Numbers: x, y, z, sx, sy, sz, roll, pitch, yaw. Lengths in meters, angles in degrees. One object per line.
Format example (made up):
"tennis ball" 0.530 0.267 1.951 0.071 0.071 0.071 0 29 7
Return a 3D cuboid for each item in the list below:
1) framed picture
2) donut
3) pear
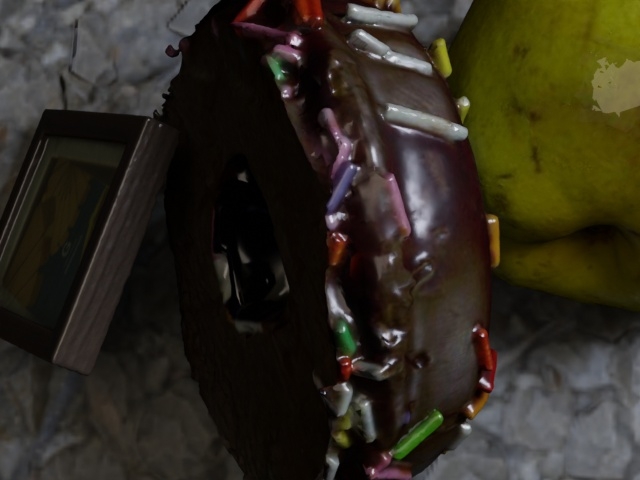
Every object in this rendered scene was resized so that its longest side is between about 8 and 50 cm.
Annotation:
"framed picture" -0.133 -0.005 0.894 0.023 0.168 0.128 22 85 -26
"donut" 0.000 0.000 0.826 0.103 0.269 0.270 -10 77 -22
"pear" 0.149 -0.065 0.841 0.200 0.200 0.200 -2 80 10
